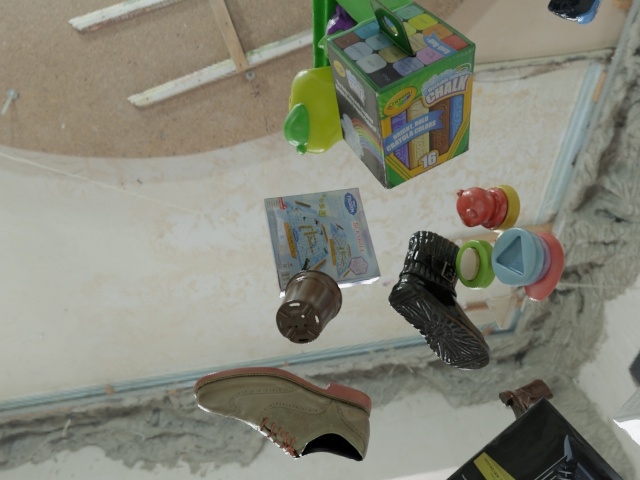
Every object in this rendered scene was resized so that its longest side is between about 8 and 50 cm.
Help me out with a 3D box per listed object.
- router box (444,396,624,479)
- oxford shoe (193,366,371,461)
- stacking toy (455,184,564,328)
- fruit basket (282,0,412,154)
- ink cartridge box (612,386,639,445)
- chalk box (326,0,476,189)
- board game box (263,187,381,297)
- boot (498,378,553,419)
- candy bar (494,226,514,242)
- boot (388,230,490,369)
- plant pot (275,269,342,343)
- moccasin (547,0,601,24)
[{"bbox_3d":[0.311,0.401,0.669,0.243,0.309,0.081,-42,-46,6],"label":"router box"},{"bbox_3d":[-0.066,0.326,0.975,0.348,0.130,0.123,11,-47,-9],"label":"oxford shoe"},{"bbox_3d":[0.399,0.037,1.260,0.130,0.309,0.279,5,-54,-25],"label":"stacking toy"},{"bbox_3d":[0.037,-0.363,1.194,0.392,0.283,0.392,-29,-22,-13],"label":"fruit basket"},{"bbox_3d":[0.568,0.206,0.717,0.211,0.121,0.289,-42,-20,-11],"label":"ink cartridge box"},{"bbox_3d":[0.134,-0.267,0.887,0.179,0.180,0.289,-26,-36,-9],"label":"chalk box"},{"bbox_3d":[0.000,0.000,1.666,0.318,0.319,0.066,-7,-22,-11],"label":"board game box"},{"bbox_3d":[0.444,0.336,1.084,0.114,0.106,0.037,-8,-53,-22],"label":"boot"},{"bbox_3d":[0.552,-0.016,1.588,0.040,0.018,0.161,11,-16,15],"label":"candy bar"},{"bbox_3d":[0.349,0.155,1.430,0.348,0.260,0.131,46,-47,-12],"label":"boot"},{"bbox_3d":[-0.039,0.184,1.409,0.167,0.165,0.167,4,-72,13],"label":"plant pot"},{"bbox_3d":[0.605,-0.656,1.159,0.342,0.117,0.138,-66,-23,-5],"label":"moccasin"}]
